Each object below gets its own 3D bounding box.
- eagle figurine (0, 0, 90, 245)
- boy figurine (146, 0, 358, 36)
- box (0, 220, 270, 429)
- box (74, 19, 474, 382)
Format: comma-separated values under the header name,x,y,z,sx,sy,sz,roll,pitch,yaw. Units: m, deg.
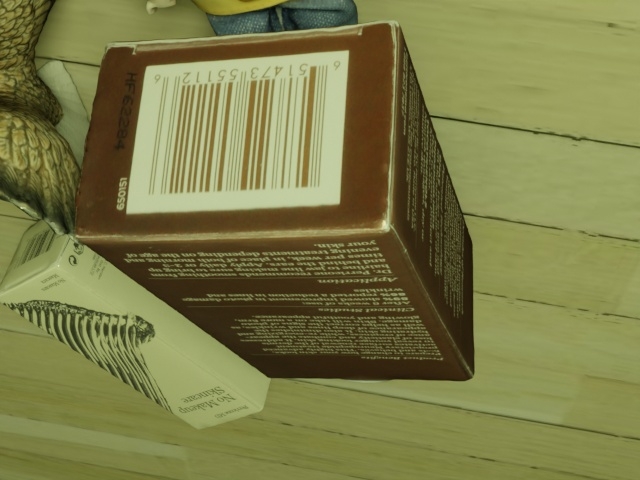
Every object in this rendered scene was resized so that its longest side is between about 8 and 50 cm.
name,x,y,z,sx,sy,sz,roll,pitch,yaw
eagle figurine,-0.228,-0.104,0.663,0.226,0.225,0.298,45,146,-23
boy figurine,-0.041,-0.177,0.608,0.177,0.092,0.285,-1,155,17
box,-0.176,0.080,1.003,0.113,0.094,0.275,-24,129,37
box,0.000,0.000,0.728,0.191,0.143,0.381,-1,158,14
